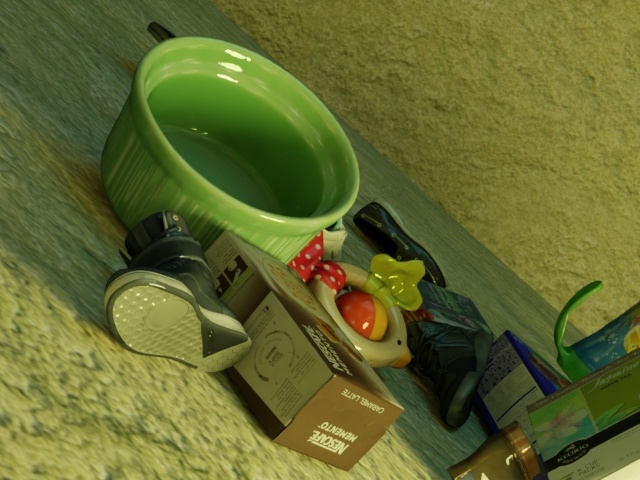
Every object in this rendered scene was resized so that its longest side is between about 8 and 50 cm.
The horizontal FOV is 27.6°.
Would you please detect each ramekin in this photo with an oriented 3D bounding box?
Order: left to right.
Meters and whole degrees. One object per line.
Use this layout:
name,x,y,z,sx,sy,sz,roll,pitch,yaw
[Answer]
ramekin,-0.118,-0.090,1.583,0.303,0.148,0.303,24,38,-21

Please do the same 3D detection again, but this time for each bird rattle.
bird rattle,0.045,0.078,1.803,0.253,0.143,0.207,27,34,-43

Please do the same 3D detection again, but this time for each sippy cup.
sippy cup,0.552,0.205,2.165,0.305,0.224,0.240,38,9,-38

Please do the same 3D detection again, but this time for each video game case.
video game case,0.233,0.129,2.393,0.173,0.022,0.190,23,17,-21

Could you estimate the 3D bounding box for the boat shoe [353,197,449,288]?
boat shoe,0.156,0.020,2.540,0.228,0.068,0.081,48,-27,13

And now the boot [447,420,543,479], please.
boot,0.230,0.328,1.622,0.219,0.106,0.082,68,-8,-30

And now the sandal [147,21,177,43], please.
sandal,-0.237,-0.258,2.248,0.303,0.086,0.120,63,13,24

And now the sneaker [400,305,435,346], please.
sneaker,0.180,0.175,2.074,0.175,0.064,0.067,56,1,31

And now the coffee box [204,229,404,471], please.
coffee box,-0.037,0.117,1.408,0.141,0.098,0.246,31,15,-47

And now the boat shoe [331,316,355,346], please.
boat shoe,-0.022,0.102,1.638,0.170,0.063,0.059,46,5,-29

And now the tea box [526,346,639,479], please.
tea box,0.442,0.345,1.643,0.329,0.220,0.323,59,8,-10

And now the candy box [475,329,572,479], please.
candy box,0.385,0.316,2.026,0.268,0.122,0.317,39,12,-24

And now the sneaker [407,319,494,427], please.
sneaker,0.177,0.192,1.923,0.130,0.087,0.227,16,30,6

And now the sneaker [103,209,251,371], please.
sneaker,-0.168,0.033,1.286,0.163,0.086,0.226,60,9,28

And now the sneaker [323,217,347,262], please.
sneaker,0.000,0.000,1.923,0.228,0.092,0.087,44,25,-61
